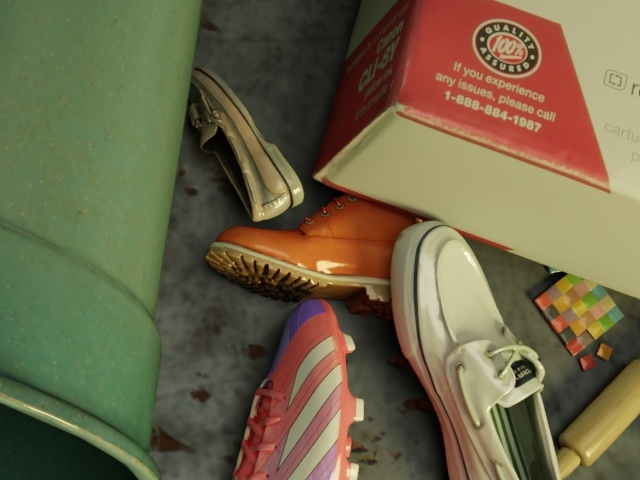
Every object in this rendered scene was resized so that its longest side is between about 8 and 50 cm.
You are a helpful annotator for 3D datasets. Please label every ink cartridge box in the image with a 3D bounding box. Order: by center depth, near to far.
[{"bbox_3d":[0.187,-0.188,1.053,0.279,0.160,0.385,19,70,-11],"label":"ink cartridge box"}]

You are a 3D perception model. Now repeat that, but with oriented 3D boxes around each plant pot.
[{"bbox_3d":[-0.219,-0.051,0.874,0.341,0.341,0.334,17,67,-11],"label":"plant pot"}]

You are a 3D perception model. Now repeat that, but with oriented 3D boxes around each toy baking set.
[{"bbox_3d":[0.274,0.160,1.071,0.196,0.030,0.256,38,71,14],"label":"toy baking set"}]

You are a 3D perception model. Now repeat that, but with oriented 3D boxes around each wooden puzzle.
[{"bbox_3d":[0.185,0.049,1.108,0.049,0.006,0.083,-36,90,-18],"label":"wooden puzzle"}]

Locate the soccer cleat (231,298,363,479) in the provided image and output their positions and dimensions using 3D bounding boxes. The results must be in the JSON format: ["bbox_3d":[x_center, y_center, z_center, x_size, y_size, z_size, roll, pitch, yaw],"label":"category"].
[{"bbox_3d":[-0.026,0.159,0.998,0.095,0.083,0.248,3,82,-9],"label":"soccer cleat"}]

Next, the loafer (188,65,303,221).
[{"bbox_3d":[-0.061,-0.065,1.031,0.039,0.045,0.125,-32,66,-18],"label":"loafer"}]

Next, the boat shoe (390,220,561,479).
[{"bbox_3d":[0.115,0.092,1.023,0.083,0.075,0.226,-27,103,-42],"label":"boat shoe"}]

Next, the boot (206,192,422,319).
[{"bbox_3d":[0.000,0.000,1.047,0.157,0.059,0.085,11,74,-21],"label":"boot"}]
